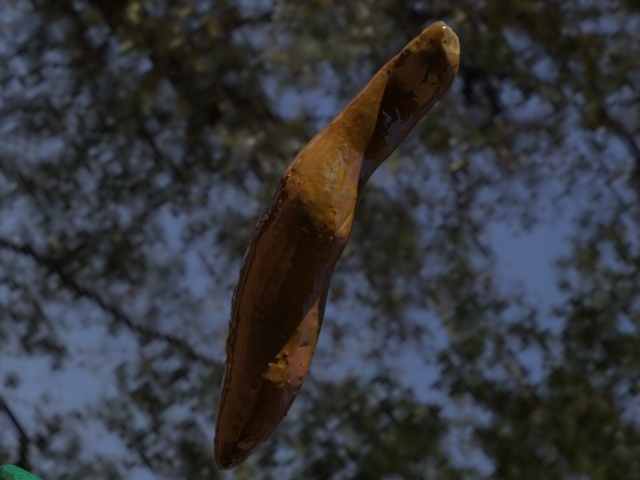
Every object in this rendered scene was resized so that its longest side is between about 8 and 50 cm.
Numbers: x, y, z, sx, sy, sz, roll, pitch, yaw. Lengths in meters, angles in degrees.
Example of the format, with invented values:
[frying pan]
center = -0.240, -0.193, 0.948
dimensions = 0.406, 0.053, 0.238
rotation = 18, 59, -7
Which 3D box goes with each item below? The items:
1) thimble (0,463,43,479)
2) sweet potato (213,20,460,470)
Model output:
[thimble]
center = -0.238, 0.267, 1.148
dimensions = 0.254, 0.288, 0.167
rotation = -6, -64, 31
[sweet potato]
center = -0.003, -0.001, 0.708
dimensions = 0.044, 0.179, 0.044
rotation = 24, 6, -3
